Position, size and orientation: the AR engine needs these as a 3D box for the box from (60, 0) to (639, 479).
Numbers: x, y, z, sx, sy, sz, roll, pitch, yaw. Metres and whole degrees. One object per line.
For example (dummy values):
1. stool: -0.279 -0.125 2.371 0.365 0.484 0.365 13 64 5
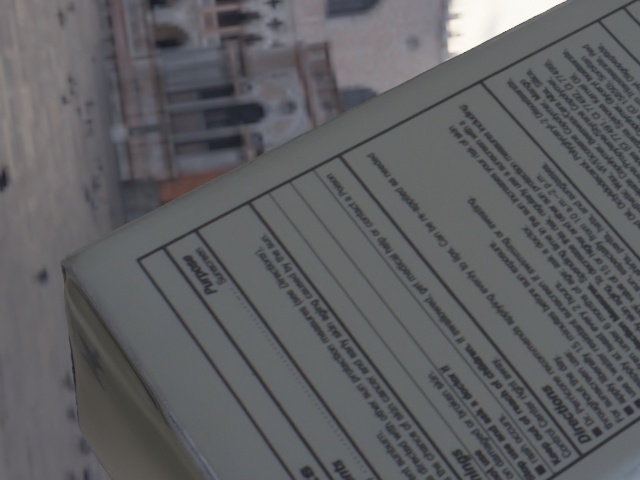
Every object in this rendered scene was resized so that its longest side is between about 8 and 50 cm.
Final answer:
1. box: 0.051 0.038 0.463 0.149 0.232 0.127 53 -23 21
